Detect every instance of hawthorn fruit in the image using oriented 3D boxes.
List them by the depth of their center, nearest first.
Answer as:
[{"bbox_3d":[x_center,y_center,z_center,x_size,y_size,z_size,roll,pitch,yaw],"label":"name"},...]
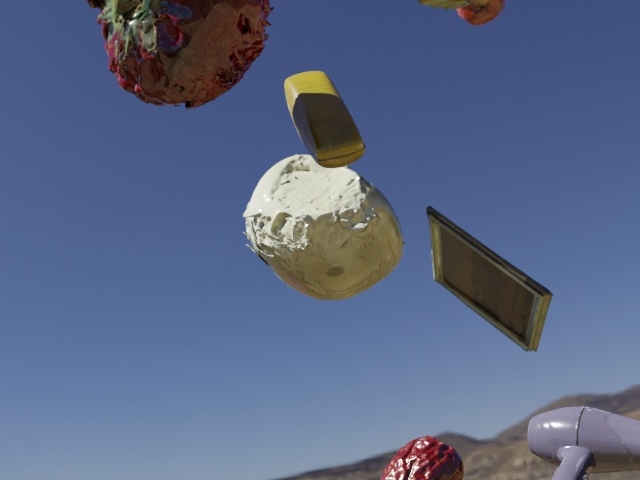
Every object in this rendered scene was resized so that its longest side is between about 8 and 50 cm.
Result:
[{"bbox_3d":[0.362,-0.544,1.925,0.128,0.128,0.128,-9,-18,-3],"label":"hawthorn fruit"}]

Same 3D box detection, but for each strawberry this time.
[{"bbox_3d":[-0.162,-0.311,1.122,0.274,0.274,0.220,-22,-13,34],"label":"strawberry"}]

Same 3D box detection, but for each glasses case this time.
[{"bbox_3d":[0.000,-0.175,1.213,0.079,0.234,0.064,-16,-52,-5],"label":"glasses case"}]

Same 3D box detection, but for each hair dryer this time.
[{"bbox_3d":[0.461,0.409,1.404,0.301,0.121,0.361,-1,25,33],"label":"hair dryer"}]

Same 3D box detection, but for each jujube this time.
[{"bbox_3d":[0.152,0.397,1.365,0.176,0.109,0.112,-46,5,-26],"label":"jujube"}]

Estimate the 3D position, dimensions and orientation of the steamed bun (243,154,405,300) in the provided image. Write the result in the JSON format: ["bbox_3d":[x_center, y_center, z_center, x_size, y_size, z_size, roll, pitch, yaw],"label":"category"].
[{"bbox_3d":[0.000,0.000,1.802,0.334,0.233,0.312,19,-30,41],"label":"steamed bun"}]

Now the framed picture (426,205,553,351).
[{"bbox_3d":[0.226,0.063,1.180,0.014,0.197,0.252,-47,-23,-12],"label":"framed picture"}]

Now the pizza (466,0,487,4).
[{"bbox_3d":[0.198,-0.485,1.144,0.086,0.335,0.226,-6,-19,10],"label":"pizza"}]

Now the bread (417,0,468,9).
[{"bbox_3d":[0.240,-0.441,1.414,0.156,0.103,0.110,-15,11,-34],"label":"bread"}]
